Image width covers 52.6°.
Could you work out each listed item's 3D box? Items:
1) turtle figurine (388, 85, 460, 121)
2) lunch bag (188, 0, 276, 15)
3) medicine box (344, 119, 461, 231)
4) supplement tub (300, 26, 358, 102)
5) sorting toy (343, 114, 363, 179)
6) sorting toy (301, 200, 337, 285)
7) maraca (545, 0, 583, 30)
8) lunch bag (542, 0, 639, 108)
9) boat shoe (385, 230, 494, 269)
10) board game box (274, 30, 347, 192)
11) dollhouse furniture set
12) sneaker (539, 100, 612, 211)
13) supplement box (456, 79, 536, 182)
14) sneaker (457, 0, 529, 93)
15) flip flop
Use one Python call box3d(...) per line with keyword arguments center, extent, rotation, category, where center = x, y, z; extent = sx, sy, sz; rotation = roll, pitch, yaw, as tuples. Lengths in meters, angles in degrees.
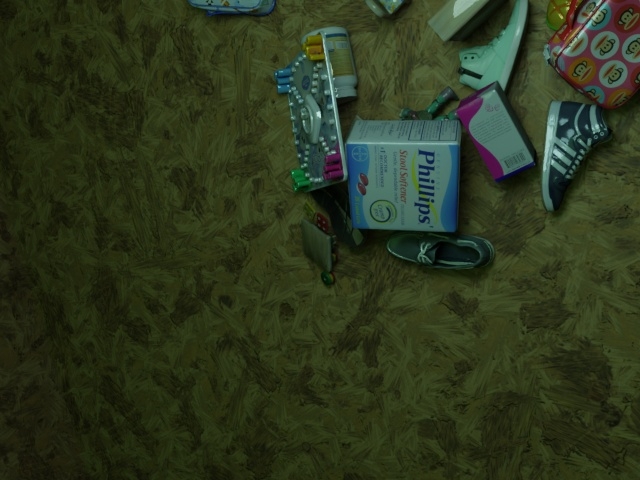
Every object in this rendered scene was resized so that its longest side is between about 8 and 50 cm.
box3d(center=(0.287, -0.313, 1.789), extent=(0.234, 0.118, 0.175), rotation=(-34, 81, 22), category="turtle figurine")
box3d(center=(-0.277, -0.818, 2.010), extent=(0.303, 0.115, 0.244), rotation=(13, 106, 25), category="lunch bag")
box3d(center=(0.227, -0.173, 1.734), extent=(0.289, 0.149, 0.264), rotation=(3, 123, 14), category="medicine box")
box3d(center=(0.028, -0.500, 1.875), extent=(0.144, 0.144, 0.200), rotation=(-11, 92, 29), category="supplement tub")
box3d(center=(0.141, -0.235, 1.896), extent=(0.208, 0.038, 0.193), rotation=(45, 133, 19), category="sorting toy")
box3d(center=(0.000, 0.000, 1.989), extent=(0.132, 0.046, 0.275), rotation=(36, 142, 40), category="sorting toy")
box3d(center=(0.625, -0.591, 1.573), extent=(0.186, 0.099, 0.127), rotation=(-56, 43, 6), category="maraca")
box3d(center=(0.674, -0.480, 1.492), extent=(0.258, 0.120, 0.293), rotation=(32, 115, -16), category="lunch bag")
box3d(center=(0.322, 0.021, 1.822), extent=(0.319, 0.099, 0.117), rotation=(8, 101, 27), category="boat shoe")
box3d(center=(-0.038, -0.342, 1.838), extent=(0.390, 0.050, 0.391), rotation=(177, 83, -72), category="board game box")
box3d(center=(0.269, -0.700, 1.619), extent=(0.362, 0.256, 0.394), rotation=(-41, 88, 26), category="dollhouse furniture set")
box3d(center=(0.641, -0.208, 1.621), extent=(0.153, 0.099, 0.283), rotation=(6, 97, 29), category="sneaker")
box3d(center=(0.454, -0.281, 1.665), extent=(0.111, 0.114, 0.220), rotation=(-25, 107, 28), category="supplement box")
box3d(center=(0.442, -0.512, 1.678), extent=(0.151, 0.094, 0.256), rotation=(21, 109, 17), category="sneaker")
box3d(center=(0.065, -0.099, 1.960), extent=(0.277, 0.080, 0.112), rotation=(53, 124, 28), category="flip flop")
